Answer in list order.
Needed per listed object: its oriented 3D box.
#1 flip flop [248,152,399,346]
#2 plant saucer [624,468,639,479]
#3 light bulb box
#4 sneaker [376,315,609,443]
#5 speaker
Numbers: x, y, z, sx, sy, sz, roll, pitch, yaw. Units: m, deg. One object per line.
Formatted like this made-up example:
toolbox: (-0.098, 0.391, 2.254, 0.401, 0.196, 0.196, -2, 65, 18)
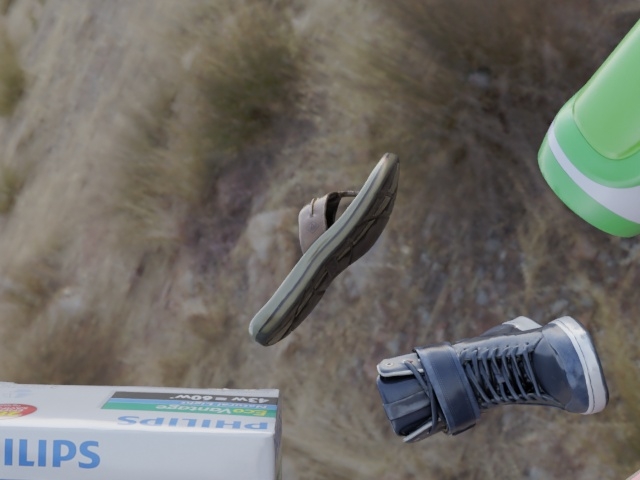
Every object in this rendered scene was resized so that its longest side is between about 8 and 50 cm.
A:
flip flop: (0.000, 0.000, 1.331, 0.277, 0.080, 0.112, -50, -19, -12)
plant saucer: (0.305, 0.231, 0.958, 0.332, 0.084, 0.332, -34, -11, -8)
light bulb box: (-0.222, 0.355, 1.282, 0.225, 0.357, 0.361, -99, 11, -85)
sneaker: (0.138, 0.123, 0.980, 0.226, 0.163, 0.086, 160, 93, -81)
speaker: (0.297, -0.140, 0.880, 0.296, 0.131, 0.131, -54, 23, 34)
